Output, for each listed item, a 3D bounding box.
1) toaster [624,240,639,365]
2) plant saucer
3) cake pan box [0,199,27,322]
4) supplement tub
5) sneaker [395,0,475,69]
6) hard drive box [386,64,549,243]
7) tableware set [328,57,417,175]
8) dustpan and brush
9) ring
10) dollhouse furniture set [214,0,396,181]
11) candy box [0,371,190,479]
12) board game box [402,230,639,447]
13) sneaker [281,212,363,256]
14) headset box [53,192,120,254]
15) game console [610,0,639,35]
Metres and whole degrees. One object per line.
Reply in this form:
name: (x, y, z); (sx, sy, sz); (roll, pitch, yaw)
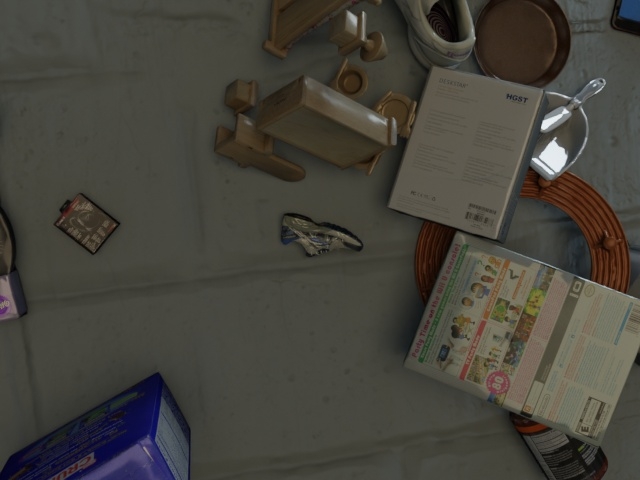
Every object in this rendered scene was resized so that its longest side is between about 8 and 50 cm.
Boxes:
toaster: (0.542, 0.108, 1.309); (0.186, 0.110, 0.168); (36, 87, -9)
plant saucer: (0.324, -0.324, 1.284); (0.168, 0.029, 0.168); (-1, 94, -8)
cake pan box: (-0.581, 0.021, 1.152); (0.267, 0.070, 0.245); (-11, 98, -8)
supplement tub: (0.382, 0.309, 1.302); (0.106, 0.106, 0.198); (-33, 98, -5)
sneaker: (0.154, -0.406, 1.190); (0.114, 0.152, 0.305); (-30, 97, -3)
hard drive box: (0.227, -0.131, 1.215); (0.181, 0.089, 0.232); (19, 92, 21)
tableware set: (0.057, -0.188, 1.222); (0.169, 0.020, 0.141); (34, 101, 13)
dustpan and brush: (0.391, -0.203, 1.279); (0.211, 0.060, 0.147); (-34, 71, -31)
ring: (0.318, 0.039, 1.254); (0.336, 0.032, 0.336); (0, 88, 9)
dollhouse furniture set: (0.006, -0.302, 1.193); (0.174, 0.303, 0.355); (21, 62, -36)
candy box: (-0.318, 0.331, 1.087); (0.268, 0.317, 0.122); (-30, 98, -5)
board game box: (0.305, 0.143, 1.189); (0.303, 0.097, 0.224); (22, 90, 9)
sneaker: (0.000, 0.000, 1.253); (0.135, 0.052, 0.058); (17, 101, -2)
headset box: (-0.357, -0.028, 1.199); (0.083, 0.032, 0.062); (39, 87, -9)
game console: (0.564, -0.408, 1.289); (0.085, 0.124, 0.144); (10, 93, -36)
